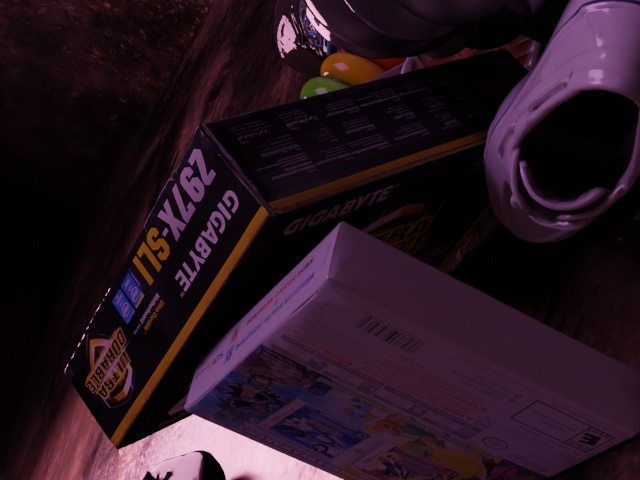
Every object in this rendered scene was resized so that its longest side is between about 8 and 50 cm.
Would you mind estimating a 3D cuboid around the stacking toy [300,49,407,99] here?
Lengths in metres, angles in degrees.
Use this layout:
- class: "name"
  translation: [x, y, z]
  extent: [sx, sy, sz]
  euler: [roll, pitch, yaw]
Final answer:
- class: "stacking toy"
  translation: [0.035, -0.139, 1.249]
  extent: [0.330, 0.141, 0.141]
  euler: [-59, 16, -8]

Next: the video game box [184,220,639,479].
- class: "video game box"
  translation: [0.050, 0.090, 0.698]
  extent: [0.187, 0.205, 0.048]
  euler: [-45, 25, 46]

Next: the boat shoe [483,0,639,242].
- class: "boat shoe"
  translation: [0.142, -0.051, 0.708]
  extent: [0.258, 0.095, 0.084]
  euler: [91, -160, -63]

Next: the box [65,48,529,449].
- class: "box"
  translation: [0.000, 0.000, 0.845]
  extent: [0.322, 0.079, 0.257]
  euler: [-20, -24, -46]

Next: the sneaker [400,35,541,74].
- class: "sneaker"
  translation: [0.137, -0.182, 1.034]
  extent: [0.121, 0.108, 0.302]
  euler: [133, 159, -86]

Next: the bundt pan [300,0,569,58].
- class: "bundt pan"
  translation: [0.130, -0.194, 0.758]
  extent: [0.331, 0.331, 0.124]
  euler: [179, 81, -71]

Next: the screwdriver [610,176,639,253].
- class: "screwdriver"
  translation: [0.223, -0.067, 0.736]
  extent: [0.025, 0.024, 0.170]
  euler: [21, 77, 44]

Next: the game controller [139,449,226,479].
- class: "game controller"
  translation: [-0.184, 0.373, 1.231]
  extent: [0.166, 0.067, 0.319]
  euler: [-39, 30, 55]

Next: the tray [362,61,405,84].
- class: "tray"
  translation: [0.044, -0.075, 1.053]
  extent: [0.270, 0.030, 0.145]
  euler: [-38, -34, -60]

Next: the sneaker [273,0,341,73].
- class: "sneaker"
  translation: [0.017, -0.268, 1.461]
  extent: [0.341, 0.125, 0.139]
  euler: [149, 139, -65]
